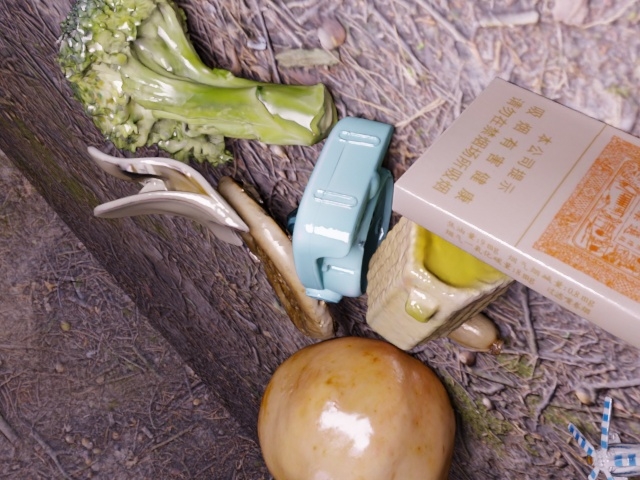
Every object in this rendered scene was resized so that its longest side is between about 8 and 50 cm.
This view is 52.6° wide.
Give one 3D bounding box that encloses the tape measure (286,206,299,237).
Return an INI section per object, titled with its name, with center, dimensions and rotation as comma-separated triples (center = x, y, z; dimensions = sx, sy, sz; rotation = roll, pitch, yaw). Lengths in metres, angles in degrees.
[tape measure]
center = 0.000, 0.000, 1.150
dimensions = 0.146, 0.081, 0.125
rotation = 8, 133, 58

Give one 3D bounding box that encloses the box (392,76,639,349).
[box]
center = 0.275, -0.020, 0.624
dimensions = 0.365, 0.204, 0.051
rotation = 32, 151, 23

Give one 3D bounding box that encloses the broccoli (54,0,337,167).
[broccoli]
center = -0.199, -0.240, 0.944
dimensions = 0.353, 0.275, 0.397
rotation = 9, -173, -41

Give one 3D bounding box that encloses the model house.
[model house]
center = 0.147, 0.021, 0.822
dimensions = 0.174, 0.234, 0.193
rotation = 41, 150, 6

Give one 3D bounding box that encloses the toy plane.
[toy plane]
center = 0.491, 0.308, 0.941
dimensions = 0.273, 0.107, 0.182
rotation = -54, 39, 44

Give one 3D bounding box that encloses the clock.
[clock]
center = 0.043, -0.022, 0.934
dimensions = 0.094, 0.224, 0.274
rotation = 13, 151, 15

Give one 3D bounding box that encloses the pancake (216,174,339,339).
[pancake]
center = -0.085, 0.038, 1.229
dimensions = 0.382, 0.071, 0.382
rotation = 54, 170, 14

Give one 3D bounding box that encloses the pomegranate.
[pomegranate]
center = 0.063, 0.390, 1.265
dimensions = 0.411, 0.411, 0.411
rotation = 32, 150, 21

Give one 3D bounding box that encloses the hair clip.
[hair clip]
center = -0.255, -0.076, 1.083
dimensions = 0.282, 0.113, 0.172
rotation = 10, 170, -8

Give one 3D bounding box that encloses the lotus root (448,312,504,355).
[lotus root]
center = 0.231, 0.135, 1.050
dimensions = 0.150, 0.062, 0.073
rotation = 31, 172, 27
